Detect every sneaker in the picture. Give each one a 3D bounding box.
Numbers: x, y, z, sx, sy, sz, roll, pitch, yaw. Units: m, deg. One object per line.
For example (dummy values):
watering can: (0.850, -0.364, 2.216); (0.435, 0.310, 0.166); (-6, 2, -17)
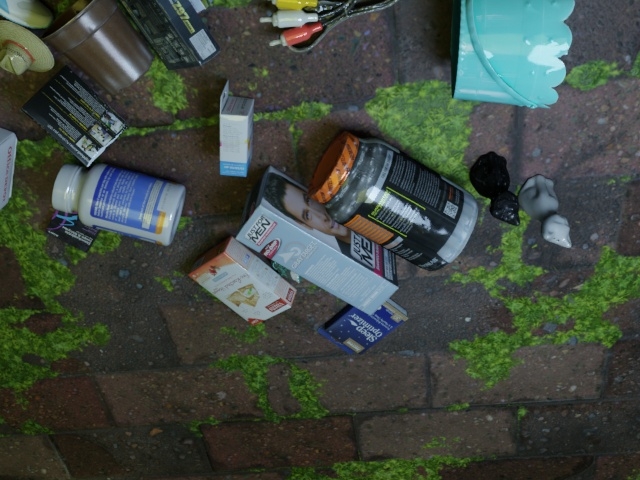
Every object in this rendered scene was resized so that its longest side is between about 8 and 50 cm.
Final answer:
sneaker: (-0.617, -0.507, 1.237); (0.229, 0.087, 0.092); (39, 113, -24)
sneaker: (-0.089, 0.050, 1.587); (0.076, 0.065, 0.166); (7, 144, 12)

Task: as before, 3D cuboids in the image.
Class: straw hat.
straw hat: (-0.623, -0.373, 1.302); (0.145, 0.061, 0.144); (17, 154, 9)

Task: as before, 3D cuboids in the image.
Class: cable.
cable: (0.027, -0.442, 1.257); (0.287, 0.072, 0.139); (-6, 129, 7)

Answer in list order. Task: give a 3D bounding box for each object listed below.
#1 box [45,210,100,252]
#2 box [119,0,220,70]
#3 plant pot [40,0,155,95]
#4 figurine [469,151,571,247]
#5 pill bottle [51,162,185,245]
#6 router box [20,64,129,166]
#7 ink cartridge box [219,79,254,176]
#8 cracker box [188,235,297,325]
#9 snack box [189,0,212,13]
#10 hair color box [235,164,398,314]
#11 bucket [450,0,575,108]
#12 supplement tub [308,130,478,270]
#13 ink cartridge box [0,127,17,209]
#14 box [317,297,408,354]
box: (-0.597, -0.053, 1.578); (0.116, 0.029, 0.162); (30, 122, -17)
box: (-0.308, -0.440, 1.215); (0.059, 0.183, 0.232); (-44, 119, -19)
plant pot: (-0.433, -0.391, 1.270); (0.167, 0.167, 0.165); (-26, 127, 19)
figurine: (0.446, -0.078, 1.400); (0.215, 0.209, 0.092); (22, 123, -12)
pill bottle: (-0.463, -0.092, 1.472); (0.272, 0.152, 0.152); (16, 124, -7)
router box: (-0.528, -0.267, 1.378); (0.133, 0.046, 0.179); (-49, 114, -12)
ink cartridge box: (-0.181, -0.243, 1.382); (0.062, 0.104, 0.181); (5, 125, -1)
cracker box: (-0.197, 0.108, 1.625); (0.232, 0.067, 0.156); (41, 132, -23)
snack box: (-0.260, -0.507, 1.208); (0.037, 0.100, 0.141); (-23, 121, 18)
hair color box: (0.000, 0.000, 1.490); (0.375, 0.185, 0.113); (30, 121, -17)
bucket: (0.339, -0.382, 1.171); (0.183, 0.281, 0.281); (1, 124, 7)
supplement tub: (0.157, -0.090, 1.409); (0.338, 0.207, 0.207); (28, 121, -16)
ink cartridge box: (-0.798, -0.114, 1.395); (0.117, 0.283, 0.207); (20, 123, -6)
box: (0.111, 0.229, 1.733); (0.136, 0.036, 0.225); (37, 120, -20)
